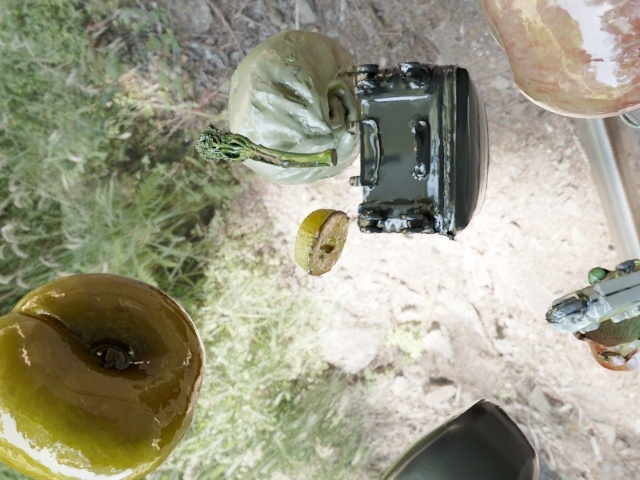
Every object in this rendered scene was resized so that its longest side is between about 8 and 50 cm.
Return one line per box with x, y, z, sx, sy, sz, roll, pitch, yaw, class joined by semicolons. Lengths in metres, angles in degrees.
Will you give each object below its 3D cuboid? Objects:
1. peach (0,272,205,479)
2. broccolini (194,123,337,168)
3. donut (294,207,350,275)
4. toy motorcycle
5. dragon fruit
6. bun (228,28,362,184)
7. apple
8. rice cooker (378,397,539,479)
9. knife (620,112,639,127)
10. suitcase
-0.177;0.105;0.460;0.179;0.179;0.103;43;127;13;peach
-0.075;-0.114;0.733;0.239;0.051;0.054;14;94;41;broccolini
0.000;0.000;1.317;0.065;0.162;0.178;24;180;22;donut
0.438;0.099;0.904;0.151;0.228;0.074;95;156;-65;toy motorcycle
0.691;0.169;1.293;0.130;0.295;0.268;35;121;-20;dragon fruit
-0.023;-0.285;1.232;0.234;0.361;0.326;-6;107;53;bun
0.329;-0.309;0.721;0.269;0.345;0.345;-6;128;11;apple
0.127;0.254;0.580;0.118;0.203;0.142;41;-173;26;rice cooker
0.759;-0.343;1.499;0.184;0.022;0.026;53;125;25;knife
0.185;-0.153;0.996;0.194;0.434;0.283;1;96;18;suitcase
